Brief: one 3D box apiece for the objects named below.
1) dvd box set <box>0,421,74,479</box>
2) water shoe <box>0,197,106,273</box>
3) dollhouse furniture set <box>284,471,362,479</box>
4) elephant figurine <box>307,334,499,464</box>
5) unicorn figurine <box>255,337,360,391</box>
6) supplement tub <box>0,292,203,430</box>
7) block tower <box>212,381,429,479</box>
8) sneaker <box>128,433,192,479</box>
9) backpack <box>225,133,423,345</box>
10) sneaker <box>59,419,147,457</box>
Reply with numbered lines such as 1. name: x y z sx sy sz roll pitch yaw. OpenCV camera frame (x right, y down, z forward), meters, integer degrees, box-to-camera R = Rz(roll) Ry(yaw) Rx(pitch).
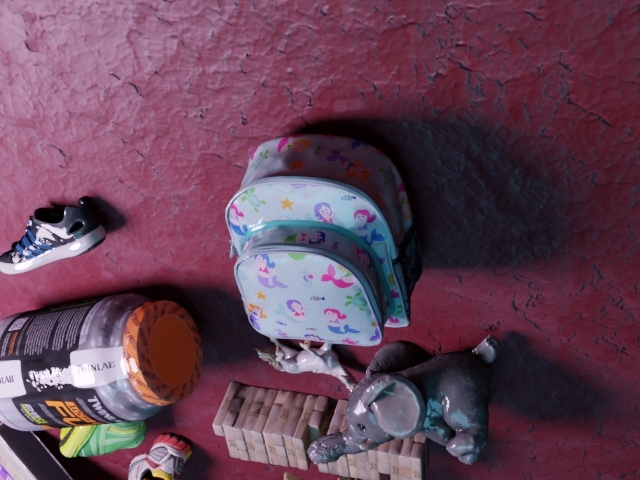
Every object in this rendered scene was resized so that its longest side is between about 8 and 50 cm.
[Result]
1. dvd box set: -0.593 0.557 2.057 0.307 0.062 0.420 48 136 6
2. water shoe: -0.399 -0.010 1.483 0.203 0.073 0.080 -15 105 28
3. dollhouse furniture set: 0.014 0.391 1.692 0.161 0.182 0.101 28 96 -7
4. elephant figurine: 0.113 0.228 1.436 0.239 0.186 0.169 8 159 1
5. unicorn figurine: -0.009 0.180 1.528 0.162 0.060 0.111 7 142 37
6. supplement tub: -0.349 0.186 1.559 0.316 0.193 0.193 -12 129 31
7. block tower: 0.005 0.310 1.624 0.336 0.091 0.097 8 136 15
8. sneaker: -0.314 0.440 1.882 0.088 0.092 0.225 26 138 -6
9. backpack: 0.000 0.000 1.245 0.225 0.191 0.253 4 130 19
10. sneaker: -0.342 0.288 1.749 0.123 0.109 0.295 16 142 -34
